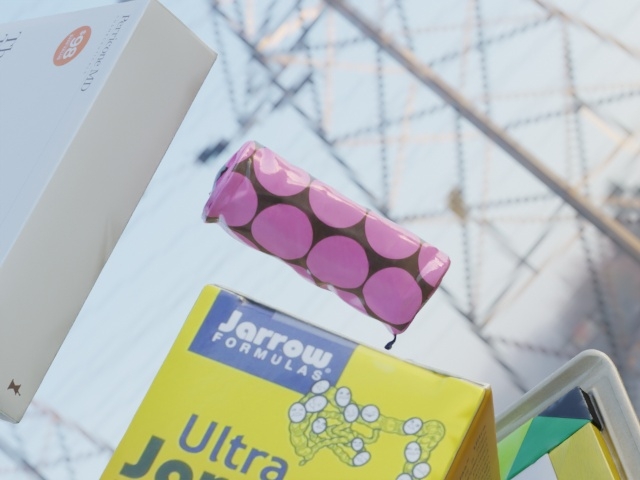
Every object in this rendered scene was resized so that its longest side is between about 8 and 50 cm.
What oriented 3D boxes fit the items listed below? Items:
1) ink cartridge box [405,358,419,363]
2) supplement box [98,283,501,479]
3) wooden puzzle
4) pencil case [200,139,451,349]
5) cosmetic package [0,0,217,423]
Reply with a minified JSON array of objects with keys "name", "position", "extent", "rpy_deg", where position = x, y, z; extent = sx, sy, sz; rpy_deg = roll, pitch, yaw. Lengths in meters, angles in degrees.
[{"name":"ink cartridge box","position":[0.032,0.165,1.632],"extent":[0.056,0.099,0.135],"rpy_deg":[-59,-31,-58]},{"name":"supplement box","position":[-0.005,0.214,1.306],"extent":[0.195,0.194,0.356],"rpy_deg":[-63,-19,-23]},{"name":"wooden puzzle","position":[0.209,0.237,1.858],"extent":[0.221,0.238,0.044],"rpy_deg":[-39,-52,17]},{"name":"pencil case","position":[0.000,0.000,1.673],"extent":[0.095,0.209,0.098],"rpy_deg":[-58,8,-5]},{"name":"cosmetic package","position":[-0.282,-0.029,1.754],"extent":[0.284,0.097,0.377],"rpy_deg":[0,57,48]}]
